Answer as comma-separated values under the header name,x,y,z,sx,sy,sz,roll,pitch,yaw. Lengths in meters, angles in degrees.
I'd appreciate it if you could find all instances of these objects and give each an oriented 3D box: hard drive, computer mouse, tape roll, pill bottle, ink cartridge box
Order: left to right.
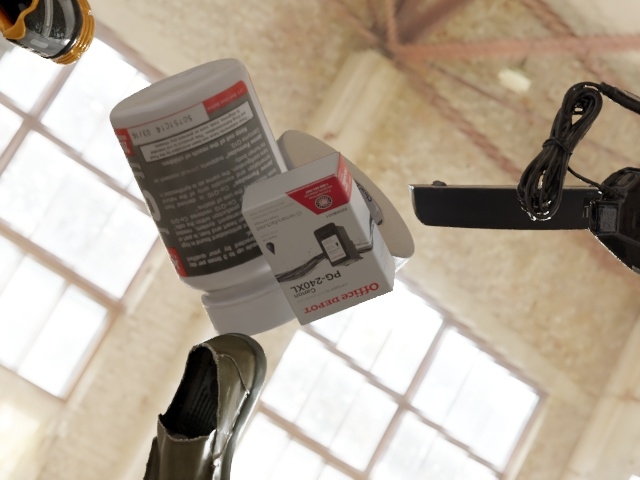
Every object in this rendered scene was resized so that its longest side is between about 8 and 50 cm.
name,x,y,z,sx,sy,sz,roll,pitch,yaw
pill bottle,-0.108,-0.044,1.714,0.161,0.161,0.283,3,-61,57
ink cartridge box,0.000,0.000,1.599,0.063,0.109,0.150,-86,152,-62
tape roll,0.013,-0.035,1.896,0.219,0.072,0.219,39,19,-16
hard drive,0.231,-0.042,1.798,0.255,0.054,0.172,1,3,1
computer mouse,0.323,-0.043,1.502,0.262,0.184,0.060,24,-29,-1

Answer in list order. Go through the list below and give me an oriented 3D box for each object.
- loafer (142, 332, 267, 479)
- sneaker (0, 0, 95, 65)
name,x,y,z,sx,sy,sz,roll,pitch,yaw
loafer,-0.135,0.205,1.518,0.094,0.251,0.087,14,-6,33
sneaker,-0.274,-0.247,1.326,0.215,0.084,0.083,54,23,15
